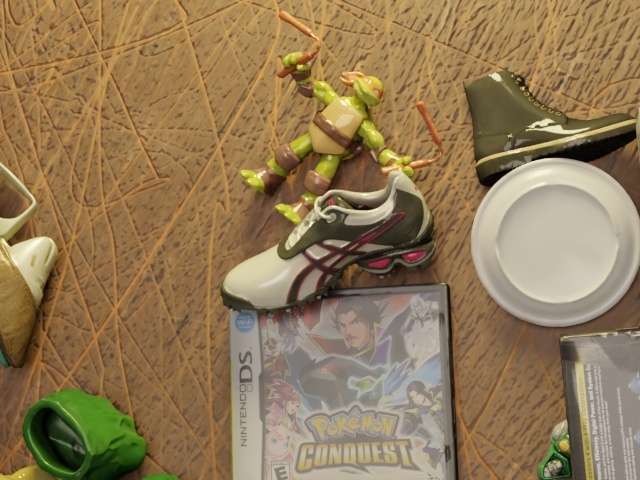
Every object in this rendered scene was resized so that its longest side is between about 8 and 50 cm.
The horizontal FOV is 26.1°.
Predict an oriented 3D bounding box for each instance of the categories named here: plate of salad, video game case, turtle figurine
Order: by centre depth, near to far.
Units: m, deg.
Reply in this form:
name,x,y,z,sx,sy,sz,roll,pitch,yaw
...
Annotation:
name,x,y,z,sx,sy,sz,roll,pitch,yaw
plate of salad,0.278,0.002,1.630,0.200,0.048,0.199,1,95,7
video game case,0.024,0.182,1.666,0.275,0.035,0.248,-4,79,12
turtle figurine,0.003,-0.136,1.703,0.269,0.087,0.217,43,98,7

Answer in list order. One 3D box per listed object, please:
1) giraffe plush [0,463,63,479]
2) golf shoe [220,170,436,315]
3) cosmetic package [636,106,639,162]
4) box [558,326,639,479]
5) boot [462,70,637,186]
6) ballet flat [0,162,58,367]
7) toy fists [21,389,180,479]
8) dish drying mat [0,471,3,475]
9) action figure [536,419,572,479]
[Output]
name,x,y,z,sx,sy,sz,roll,pitch,yaw
giraffe plush,-0.398,0.365,1.667,0.170,0.210,0.181,-41,40,27
golf shoe,0.000,0.000,1.649,0.273,0.120,0.105,-19,32,3
cosmetic package,0.506,0.028,1.492,0.285,0.097,0.377,-6,82,9
box,0.417,0.277,1.388,0.318,0.097,0.394,-6,87,8
boot,0.272,-0.157,1.658,0.198,0.077,0.137,-14,72,8
ballet flat,-0.415,-0.006,1.772,0.124,0.116,0.342,-24,71,-13
toy fists,-0.239,0.292,1.651,0.279,0.142,0.096,46,106,16
dish drying mat,-0.434,0.328,1.754,0.032,0.008,0.083,25,85,15
action figure,0.347,0.209,1.581,0.232,0.063,0.137,-36,78,8
